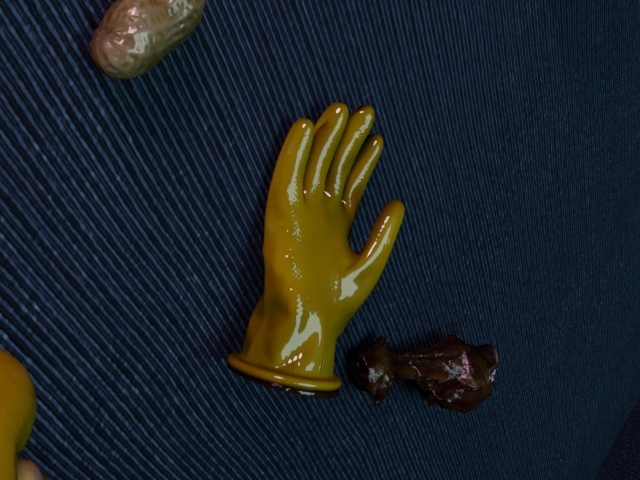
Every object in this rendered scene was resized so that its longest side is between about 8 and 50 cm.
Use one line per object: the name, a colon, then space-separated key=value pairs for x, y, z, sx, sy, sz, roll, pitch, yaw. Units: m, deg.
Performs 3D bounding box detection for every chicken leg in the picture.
chicken leg: x=0.144 y=0.180 z=1.009 sx=0.304 sy=0.093 sz=0.113 roll=17 pitch=77 yaw=-45

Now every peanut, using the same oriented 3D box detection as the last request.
peanut: x=-0.124 y=-0.163 z=0.532 sx=0.113 sy=0.054 sz=0.054 roll=-52 pitch=140 yaw=-23

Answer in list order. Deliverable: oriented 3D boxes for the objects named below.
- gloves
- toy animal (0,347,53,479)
gloves: x=-0.001 y=0.000 z=0.732 sx=0.133 sy=0.116 sz=0.294 roll=18 pitch=87 yaw=-60
toy animal: x=-0.256 y=0.211 z=0.342 sx=0.345 sy=0.278 sz=0.246 roll=-25 pitch=109 yaw=-40
